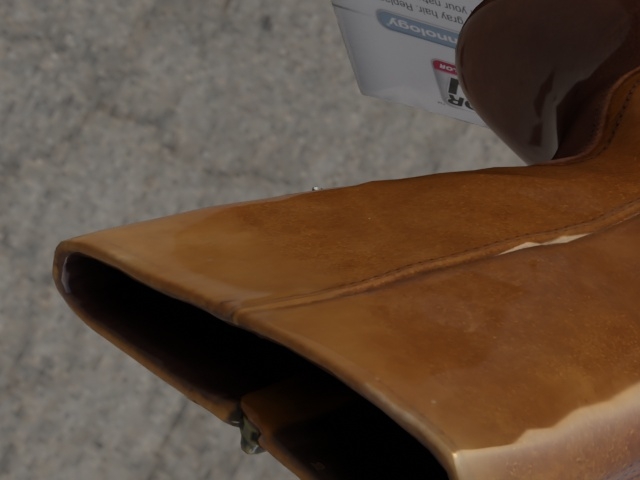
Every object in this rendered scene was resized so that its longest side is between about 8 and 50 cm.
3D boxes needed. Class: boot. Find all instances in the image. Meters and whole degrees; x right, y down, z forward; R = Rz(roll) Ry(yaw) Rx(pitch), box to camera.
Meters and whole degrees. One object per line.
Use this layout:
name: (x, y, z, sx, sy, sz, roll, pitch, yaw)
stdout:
boot: (0.051, -0.005, 0.511, 0.280, 0.264, 0.096, -15, 128, -34)

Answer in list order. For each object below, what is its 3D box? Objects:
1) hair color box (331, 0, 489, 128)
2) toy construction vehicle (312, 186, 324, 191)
hair color box: (0.085, -0.189, 0.752, 0.114, 0.185, 0.374, -59, 153, -23)
toy construction vehicle: (0.000, 0.000, 1.653, 0.035, 0.098, 0.086, -24, 134, -51)
